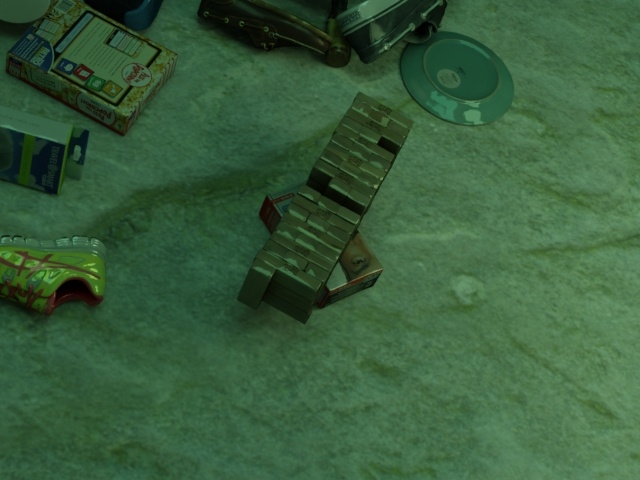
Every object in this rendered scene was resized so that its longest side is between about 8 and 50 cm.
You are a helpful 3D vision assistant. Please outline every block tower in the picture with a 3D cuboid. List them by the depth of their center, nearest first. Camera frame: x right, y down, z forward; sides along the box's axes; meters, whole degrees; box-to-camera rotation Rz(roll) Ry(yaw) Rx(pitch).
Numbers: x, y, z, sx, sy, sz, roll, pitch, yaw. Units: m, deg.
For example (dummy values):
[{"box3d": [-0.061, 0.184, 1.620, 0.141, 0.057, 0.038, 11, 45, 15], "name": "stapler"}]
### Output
[{"box3d": [0.012, -0.042, 1.663, 0.097, 0.091, 0.335, 29, 55, 4], "name": "block tower"}]

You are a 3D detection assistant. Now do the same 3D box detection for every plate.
[{"box3d": [0.217, -0.260, 1.975, 0.188, 0.024, 0.188, 8, 56, -13], "name": "plate"}]

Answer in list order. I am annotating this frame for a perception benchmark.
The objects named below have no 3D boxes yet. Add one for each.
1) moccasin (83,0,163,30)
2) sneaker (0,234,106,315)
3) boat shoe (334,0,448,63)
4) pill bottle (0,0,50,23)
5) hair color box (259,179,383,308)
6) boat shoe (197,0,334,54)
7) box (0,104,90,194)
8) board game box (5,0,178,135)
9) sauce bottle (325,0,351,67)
[{"box3d": [-0.257, -0.472, 1.900, 0.117, 0.138, 0.342, 18, 53, 1], "name": "moccasin"}, {"box3d": [-0.360, 0.050, 1.561, 0.208, 0.081, 0.094, -5, 62, -21], "name": "sneaker"}, {"box3d": [0.145, -0.358, 1.973, 0.301, 0.108, 0.102, -37, 102, -44], "name": "boat shoe"}, {"box3d": [-0.425, -0.415, 1.807, 0.119, 0.119, 0.208, 8, 49, -12], "name": "pill bottle"}, {"box3d": [0.000, 0.000, 1.721, 0.093, 0.053, 0.167, -22, 68, -29], "name": "hair color box"}, {"box3d": [-0.084, -0.322, 1.901, 0.207, 0.073, 0.073, 26, 92, 5], "name": "boat shoe"}, {"box3d": [-0.396, -0.123, 1.644, 0.178, 0.109, 0.042, 16, 51, -7], "name": "box"}, {"box3d": [-0.322, -0.252, 1.790, 0.193, 0.045, 0.147, 29, 54, 3], "name": "board game box"}, {"box3d": [0.028, -0.325, 1.949, 0.042, 0.042, 0.128, 10, 53, -10], "name": "sauce bottle"}]
